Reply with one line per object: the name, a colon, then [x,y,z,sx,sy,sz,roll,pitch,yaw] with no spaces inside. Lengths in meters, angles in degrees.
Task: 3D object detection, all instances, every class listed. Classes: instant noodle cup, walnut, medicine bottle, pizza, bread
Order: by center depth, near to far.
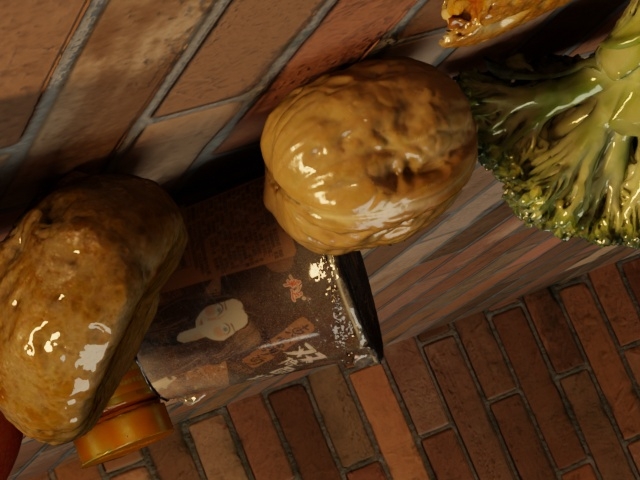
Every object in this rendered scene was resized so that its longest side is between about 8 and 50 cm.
pizza: [0.136,-0.199,1.026,0.154,0.069,0.194,-23,164,0]
bread: [-0.195,0.046,1.247,0.230,0.123,0.230,-155,-90,-89]
walnut: [0.044,-0.069,1.274,0.184,0.155,0.155,-22,170,-16]
instant noodle cup: [-0.069,0.037,1.441,0.207,0.217,0.217,-17,171,6]
medicine bottle: [-0.216,0.110,1.506,0.096,0.192,0.096,-21,170,-4]

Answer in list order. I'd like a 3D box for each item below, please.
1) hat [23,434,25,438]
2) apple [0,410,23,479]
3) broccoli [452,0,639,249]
hat: [-0.375,0.187,1.821,0.286,0.107,0.237,-32,-165,45]
apple: [-0.360,0.149,1.337,0.218,0.218,0.201,-22,145,-8]
broccoli: [0.302,-0.150,1.372,0.252,0.221,0.361,31,135,-33]
